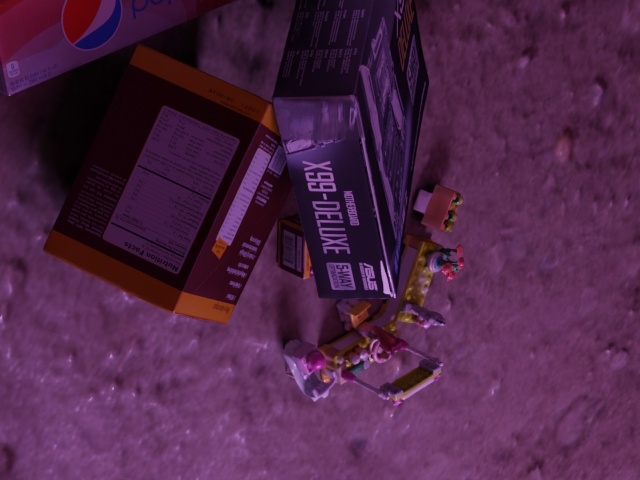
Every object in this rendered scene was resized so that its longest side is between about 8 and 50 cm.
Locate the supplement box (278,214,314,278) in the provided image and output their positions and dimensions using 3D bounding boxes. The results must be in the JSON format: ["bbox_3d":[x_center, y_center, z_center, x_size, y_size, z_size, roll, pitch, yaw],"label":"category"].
[{"bbox_3d":[0.000,0.000,1.759,0.083,0.043,0.055,-20,120,-39],"label":"supplement box"}]

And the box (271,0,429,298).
[{"bbox_3d":[0.034,-0.138,1.566,0.307,0.076,0.242,-78,163,-45],"label":"box"}]

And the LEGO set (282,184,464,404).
[{"bbox_3d":[0.095,0.077,1.842,0.287,0.107,0.132,-47,135,-19],"label":"LEGO set"}]

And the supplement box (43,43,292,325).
[{"bbox_3d":[-0.119,-0.043,1.501,0.194,0.129,0.191,-65,168,-1],"label":"supplement box"}]

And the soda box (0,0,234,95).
[{"bbox_3d":[-0.185,-0.213,1.437,0.263,0.092,0.083,-29,126,-33],"label":"soda box"}]
